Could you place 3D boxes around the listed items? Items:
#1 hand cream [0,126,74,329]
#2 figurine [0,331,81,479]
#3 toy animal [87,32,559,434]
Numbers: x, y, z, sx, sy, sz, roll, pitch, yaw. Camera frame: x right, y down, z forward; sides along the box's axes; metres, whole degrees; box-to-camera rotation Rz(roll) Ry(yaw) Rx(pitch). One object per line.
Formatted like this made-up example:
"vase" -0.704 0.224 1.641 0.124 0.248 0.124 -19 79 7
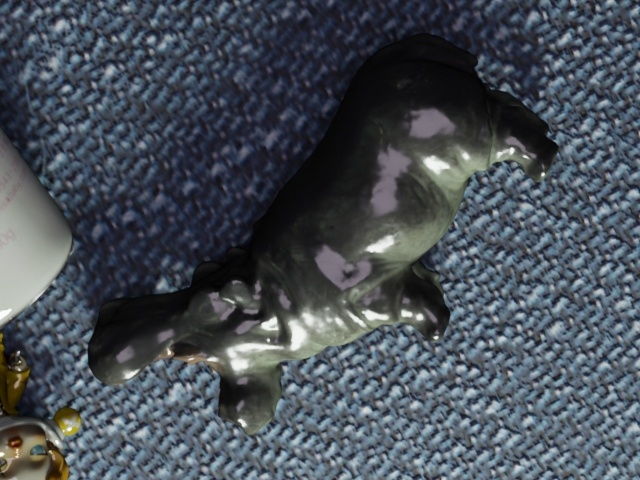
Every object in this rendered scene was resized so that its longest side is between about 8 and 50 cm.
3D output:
"hand cream" -0.299 -0.090 1.212 0.185 0.118 0.358 -52 121 -32
"figurine" -0.227 0.129 1.324 0.101 0.068 0.143 -42 99 -22
"toy animal" 0.008 0.015 1.305 0.343 0.106 0.168 -43 100 6
